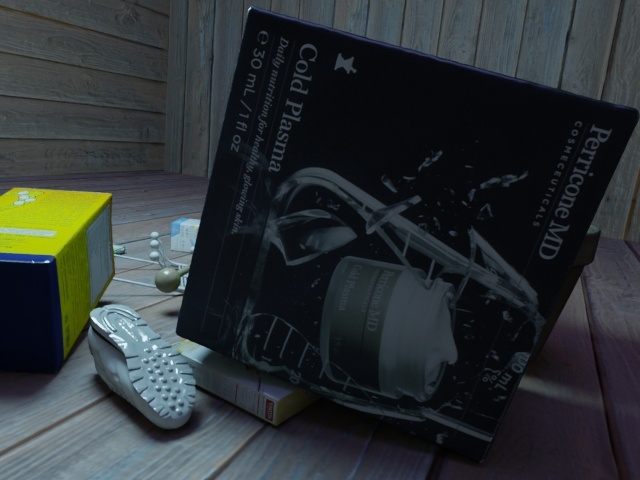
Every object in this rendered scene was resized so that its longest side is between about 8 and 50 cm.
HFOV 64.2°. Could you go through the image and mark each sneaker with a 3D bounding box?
[{"bbox_3d":[-0.264,0.193,0.742,0.090,0.094,0.235,-1,32,-49],"label":"sneaker"}]

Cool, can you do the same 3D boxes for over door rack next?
[{"bbox_3d":[-0.454,0.051,1.252,0.325,0.108,0.239,1,12,-18],"label":"over door rack"}]

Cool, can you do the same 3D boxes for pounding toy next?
[{"bbox_3d":[-0.208,0.078,1.077,0.237,0.110,0.183,25,28,16],"label":"pounding toy"}]

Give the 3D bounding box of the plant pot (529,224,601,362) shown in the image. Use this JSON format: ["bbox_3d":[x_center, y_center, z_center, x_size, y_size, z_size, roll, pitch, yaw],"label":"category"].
[{"bbox_3d":[0.362,0.085,1.039,0.324,0.280,0.323,5,13,-1],"label":"plant pot"}]

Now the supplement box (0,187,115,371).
[{"bbox_3d":[-0.510,0.049,0.906,0.195,0.194,0.356,4,21,-8],"label":"supplement box"}]

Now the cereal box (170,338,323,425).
[{"bbox_3d":[-0.106,0.203,0.827,0.240,0.047,0.173,13,13,32],"label":"cereal box"}]

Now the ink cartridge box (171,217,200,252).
[{"bbox_3d":[-0.388,-0.013,1.618,0.143,0.092,0.090,6,12,6],"label":"ink cartridge box"}]

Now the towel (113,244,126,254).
[{"bbox_3d":[-0.646,0.036,1.456,0.113,0.023,0.152,6,14,13],"label":"towel"}]

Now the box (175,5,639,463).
[{"bbox_3d":[0.097,-0.025,0.774,0.472,0.479,0.297,19,16,10],"label":"box"}]
